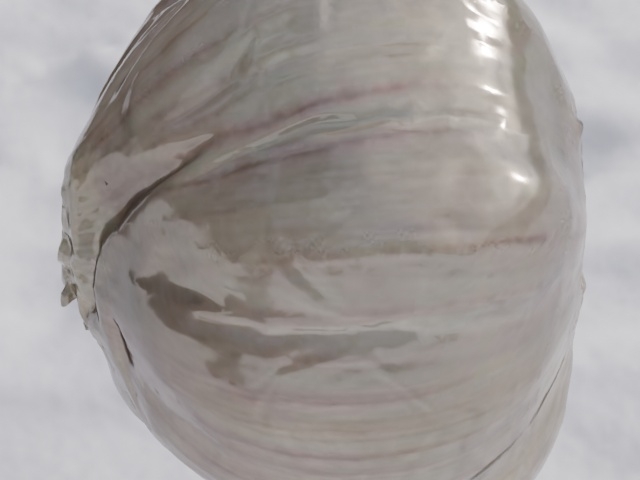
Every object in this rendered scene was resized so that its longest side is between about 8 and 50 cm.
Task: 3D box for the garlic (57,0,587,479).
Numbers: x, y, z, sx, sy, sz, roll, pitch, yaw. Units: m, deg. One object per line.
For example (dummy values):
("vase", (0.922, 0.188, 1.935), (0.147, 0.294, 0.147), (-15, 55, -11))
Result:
("garlic", (0.000, 0.000, 0.960), (0.259, 0.317, 0.317), (0, 33, -7))
